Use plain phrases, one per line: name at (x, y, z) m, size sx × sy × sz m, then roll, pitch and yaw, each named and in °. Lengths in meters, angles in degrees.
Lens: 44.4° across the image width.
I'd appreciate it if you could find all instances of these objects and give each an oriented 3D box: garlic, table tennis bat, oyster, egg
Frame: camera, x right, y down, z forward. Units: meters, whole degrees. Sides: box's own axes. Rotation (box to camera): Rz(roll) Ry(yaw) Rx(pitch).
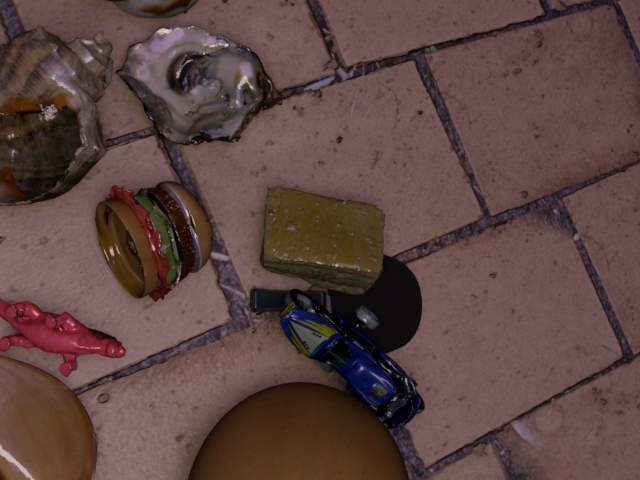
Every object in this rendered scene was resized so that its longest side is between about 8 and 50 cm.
garlic at (-0.381, 0.244, 0.997) m, size 0.145 × 0.164 × 0.245 m, roll -31°, pitch 99°, yaw -4°
table tennis bat at (0.033, 0.101, 1.271) m, size 0.301 × 0.022 × 0.174 m, roll 2°, pitch 78°, yaw -22°
oyster at (-0.192, -0.243, 1.233) m, size 0.223 × 0.083 × 0.214 m, roll 45°, pitch 63°, yaw 0°
egg at (-0.030, 0.366, 1.021) m, size 0.300 × 0.301 × 0.374 m, roll 16°, pitch 49°, yaw -17°

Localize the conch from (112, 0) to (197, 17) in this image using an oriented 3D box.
conch at (-0.288, -0.439, 1.204) m, size 0.274 × 0.149 × 0.183 m, roll -32°, pitch 86°, yaw -27°

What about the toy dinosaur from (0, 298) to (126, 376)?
toy dinosaur at (-0.373, 0.115, 1.073) m, size 0.285 × 0.139 × 0.070 m, roll 14°, pitch 95°, yaw 21°

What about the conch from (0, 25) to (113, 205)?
conch at (-0.385, -0.166, 1.105) m, size 0.291 × 0.159 × 0.210 m, roll -43°, pitch 86°, yaw 15°

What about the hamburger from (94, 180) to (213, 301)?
hamburger at (-0.228, -0.006, 1.122) m, size 0.136 × 0.175 × 0.175 m, roll -22°, pitch 86°, yaw -30°

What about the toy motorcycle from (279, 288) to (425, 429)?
toy motorcycle at (0.058, 0.185, 1.170) m, size 0.315 × 0.169 × 0.113 m, roll 40°, pitch 101°, yaw -21°

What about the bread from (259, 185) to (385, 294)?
bread at (0.000, 0.000, 1.225) m, size 0.196 × 0.102 × 0.138 m, roll 10°, pitch 57°, yaw -10°
